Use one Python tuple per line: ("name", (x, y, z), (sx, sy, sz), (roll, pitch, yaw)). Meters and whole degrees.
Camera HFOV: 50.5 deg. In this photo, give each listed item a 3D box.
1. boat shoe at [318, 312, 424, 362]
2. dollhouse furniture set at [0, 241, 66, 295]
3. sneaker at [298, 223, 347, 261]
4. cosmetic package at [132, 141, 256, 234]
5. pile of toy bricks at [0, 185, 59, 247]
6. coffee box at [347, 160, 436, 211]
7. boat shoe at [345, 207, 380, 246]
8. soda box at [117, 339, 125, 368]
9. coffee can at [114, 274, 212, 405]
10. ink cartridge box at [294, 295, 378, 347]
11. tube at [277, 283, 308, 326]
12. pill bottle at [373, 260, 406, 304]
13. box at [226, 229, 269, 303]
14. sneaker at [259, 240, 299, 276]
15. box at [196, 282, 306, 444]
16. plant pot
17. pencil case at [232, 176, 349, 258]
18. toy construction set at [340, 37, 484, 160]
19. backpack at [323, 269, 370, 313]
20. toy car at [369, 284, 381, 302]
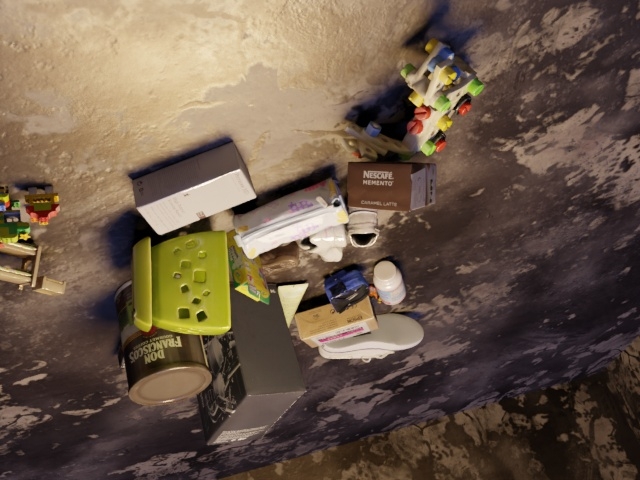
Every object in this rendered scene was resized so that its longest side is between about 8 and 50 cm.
("boat shoe", (0.168, 0.355, 2.332), (0.366, 0.136, 0.156), (-7, 146, -15))
("dollhouse furniture set", (-0.680, 0.058, 1.489), (0.160, 0.101, 0.182), (-11, 158, 35))
("sneaker", (0.000, 0.000, 1.734), (0.115, 0.090, 0.232), (-7, 162, -5))
("cosmetic package", (-0.265, -0.109, 1.440), (0.231, 0.086, 0.117), (-20, 149, 3))
("pile of toy bricks", (-0.624, -0.032, 1.336), (0.212, 0.105, 0.118), (-6, 146, -21))
("coffee box", (0.162, -0.124, 1.492), (0.141, 0.098, 0.246), (4, -172, 20))
("boat shoe", (0.106, -0.025, 1.695), (0.096, 0.088, 0.267), (0, 169, -3))
("soda box", (-0.535, 0.298, 1.926), (0.053, 0.060, 0.169), (-2, 144, -28))
("coffee can", (-0.403, 0.249, 1.721), (0.201, 0.275, 0.202), (-14, 147, -9))
("ink cartridge box", (0.055, 0.251, 2.106), (0.234, 0.088, 0.193), (-18, 161, 5))
("tube", (-0.106, 0.206, 2.036), (0.070, 0.062, 0.240), (-49, 166, -43))
("pill bottle", (0.207, 0.126, 2.051), (0.087, 0.087, 0.160), (-22, 148, 3))
("box", (-0.180, 0.072, 1.668), (0.043, 0.179, 0.105), (-30, 146, 15))
("sneaker", (-0.135, 0.046, 1.770), (0.188, 0.071, 0.066), (-9, 146, 27))
("box", (-0.222, 0.343, 1.902), (0.178, 0.343, 0.312), (4, 140, -32))
("plant pot", (-0.326, 0.104, 1.551), (0.207, 0.227, 0.228), (0, 169, -17))
("pencil case", (-0.068, -0.050, 1.595), (0.273, 0.124, 0.114), (-20, 112, 4))
("toy construction set", (0.200, -0.263, 1.399), (0.215, 0.151, 0.327), (-22, 166, -47))
("backpack", (0.077, 0.136, 1.981), (0.120, 0.101, 0.098), (-26, 150, 2))
("toy car", (0.164, 0.166, 2.155), (0.041, 0.060, 0.122), (-68, 163, -5))
